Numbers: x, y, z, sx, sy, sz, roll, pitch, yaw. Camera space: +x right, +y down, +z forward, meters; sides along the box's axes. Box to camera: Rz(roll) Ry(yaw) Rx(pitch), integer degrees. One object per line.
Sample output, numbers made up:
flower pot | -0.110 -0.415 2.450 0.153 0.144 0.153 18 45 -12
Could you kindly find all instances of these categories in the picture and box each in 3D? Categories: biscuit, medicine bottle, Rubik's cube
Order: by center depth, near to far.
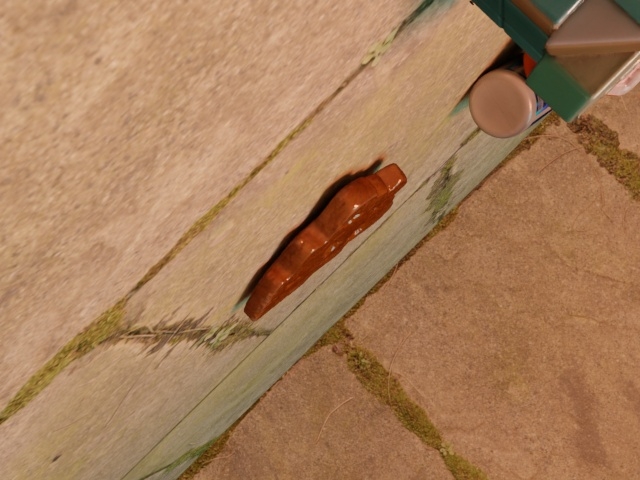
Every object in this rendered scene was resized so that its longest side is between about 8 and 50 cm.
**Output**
Rubik's cube | 0.250 -0.232 0.806 0.224 0.213 0.265 -46 172 8
biscuit | 0.000 0.000 1.304 0.306 0.043 0.284 -43 172 5
medicine bottle | 0.320 -0.237 1.440 0.191 0.107 0.107 -35 167 -47

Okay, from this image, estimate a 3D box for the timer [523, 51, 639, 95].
timer | 0.432 -0.339 1.340 0.250 0.161 0.257 -22 158 -47
